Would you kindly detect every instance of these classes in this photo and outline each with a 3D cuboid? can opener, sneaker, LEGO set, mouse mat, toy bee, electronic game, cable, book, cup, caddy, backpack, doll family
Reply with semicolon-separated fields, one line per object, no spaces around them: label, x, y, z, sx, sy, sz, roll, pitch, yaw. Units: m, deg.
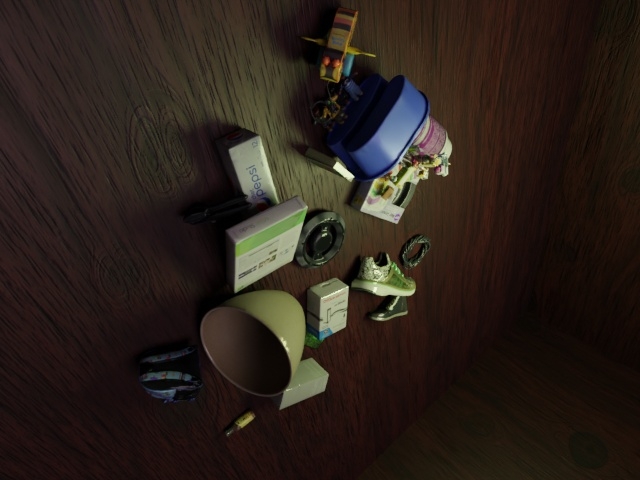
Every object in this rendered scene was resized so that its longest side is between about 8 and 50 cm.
can opener;-0.275;-0.079;1.086;0.186;0.073;0.059;-15;128;1
sneaker;0.299;0.143;1.747;0.411;0.158;0.181;7;92;-49
LEGO set;0.291;-0.244;1.366;0.107;0.287;0.132;20;63;-34
mouse mat;-0.024;0.376;1.678;0.152;0.007;0.190;-55;139;-1
toy bee;0.050;-0.488;1.074;0.196;0.162;0.297;-6;95;3
electronic game;0.000;0.000;1.439;0.229;0.048;0.229;-23;130;-30
sneaker;0.318;0.304;1.910;0.222;0.083;0.117;-8;101;-32
cable;0.447;0.041;1.883;0.185;0.047;0.150;-39;130;-14
book;0.028;-0.235;1.250;0.096;0.144;0.035;30;93;-47
cup;-0.179;0.289;1.293;0.237;0.332;0.330;-44;144;-53
caddy;0.184;-0.349;1.253;0.179;0.241;0.341;33;91;-39
backpack;-0.452;0.402;1.199;0.174;0.158;0.116;4;130;-29
doll family;0.048;-0.425;1.211;0.111;0.076;0.192;33;86;-43

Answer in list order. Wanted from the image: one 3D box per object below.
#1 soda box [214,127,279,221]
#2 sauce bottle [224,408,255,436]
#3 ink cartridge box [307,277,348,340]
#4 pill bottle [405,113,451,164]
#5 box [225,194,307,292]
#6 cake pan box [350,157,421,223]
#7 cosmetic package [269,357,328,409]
soda box;-0.195;-0.160;1.131;0.098;0.091;0.286;-32;133;-22
sauce bottle;-0.320;0.725;1.592;0.128;0.042;0.042;-33;133;-26
ink cartridge box;0.027;0.270;1.595;0.148;0.086;0.202;-19;124;-35
pill bottle;0.349;-0.372;1.442;0.302;0.169;0.169;16;103;-46
box;-0.167;0.020;1.188;0.232;0.058;0.322;-30;161;-27
cake pan box;0.260;-0.204;1.540;0.267;0.070;0.245;15;106;-46
cosmetic package;-0.098;0.581;1.647;0.238;0.127;0.107;-8;118;-38
